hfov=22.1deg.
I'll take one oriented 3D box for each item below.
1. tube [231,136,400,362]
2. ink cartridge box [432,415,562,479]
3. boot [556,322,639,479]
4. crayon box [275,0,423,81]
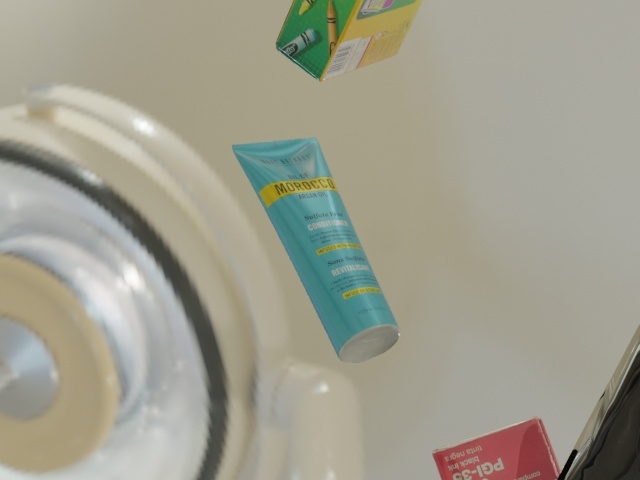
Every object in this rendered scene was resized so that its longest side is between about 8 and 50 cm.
[{"bbox_3d":[0.000,0.000,1.312,0.052,0.080,0.207,-56,-131,42],"label":"tube"},{"bbox_3d":[0.214,0.326,1.652,0.207,0.117,0.283,46,26,-81],"label":"ink cartridge box"},{"bbox_3d":[0.334,0.266,1.287,0.146,0.367,0.445,-103,-149,-59],"label":"boot"},{"bbox_3d":[0.070,-0.331,1.915,0.081,0.165,0.278,40,-55,19],"label":"crayon box"}]
